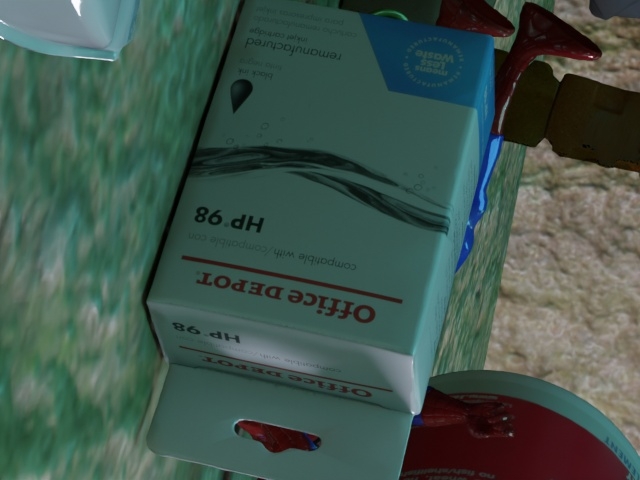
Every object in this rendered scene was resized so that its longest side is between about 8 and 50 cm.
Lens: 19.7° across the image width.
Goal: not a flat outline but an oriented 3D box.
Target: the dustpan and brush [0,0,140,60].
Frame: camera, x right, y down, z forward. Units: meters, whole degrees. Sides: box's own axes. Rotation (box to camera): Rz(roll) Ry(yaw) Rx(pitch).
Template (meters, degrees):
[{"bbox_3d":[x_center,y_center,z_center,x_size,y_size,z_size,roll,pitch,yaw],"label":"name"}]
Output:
[{"bbox_3d":[-0.069,-0.119,0.357,0.211,0.060,0.147,10,89,-87],"label":"dustpan and brush"}]

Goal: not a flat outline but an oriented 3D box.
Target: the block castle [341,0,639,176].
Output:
[{"bbox_3d":[0.169,-0.183,0.914,0.453,0.303,0.212,65,44,-74],"label":"block castle"}]

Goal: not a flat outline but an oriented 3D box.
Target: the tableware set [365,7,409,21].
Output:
[{"bbox_3d":[0.024,-0.038,0.899,0.104,0.024,0.154,11,113,-39],"label":"tableware set"}]

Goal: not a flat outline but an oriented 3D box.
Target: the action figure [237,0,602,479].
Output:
[{"bbox_3d":[0.048,0.040,0.826,0.091,0.139,0.280,9,118,-39],"label":"action figure"}]

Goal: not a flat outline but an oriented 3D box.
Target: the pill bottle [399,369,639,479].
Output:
[{"bbox_3d":[0.073,0.254,1.061,0.407,0.229,0.229,-58,157,-65],"label":"pill bottle"}]

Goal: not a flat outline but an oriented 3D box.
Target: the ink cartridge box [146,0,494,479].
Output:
[{"bbox_3d":[0.000,0.000,0.711,0.060,0.104,0.180,84,19,-61],"label":"ink cartridge box"}]
